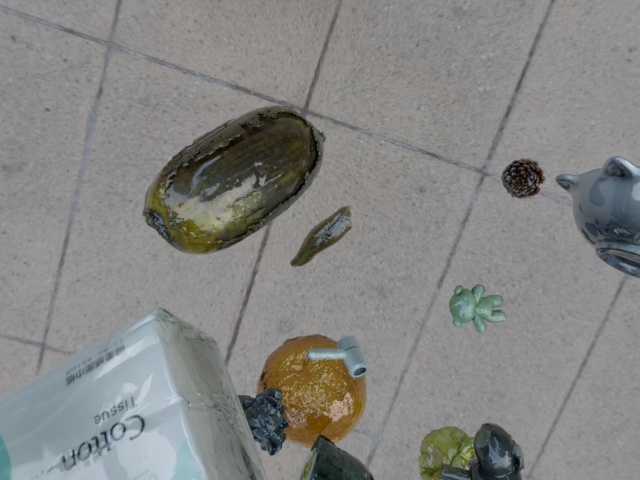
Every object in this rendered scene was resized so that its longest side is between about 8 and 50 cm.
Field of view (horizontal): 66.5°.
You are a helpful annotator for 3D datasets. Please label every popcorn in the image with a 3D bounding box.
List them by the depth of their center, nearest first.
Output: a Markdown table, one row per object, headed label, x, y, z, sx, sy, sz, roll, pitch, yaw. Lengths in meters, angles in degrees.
| label | x | y | z | sx | sy | sz | roll | pitch | yaw |
| --- | --- | --- | --- | --- | --- | --- | --- | --- | --- |
| popcorn | 0.424 | 0.705 | 1.537 | 0.259 | 0.259 | 0.212 | 44 | 73 | -11 |

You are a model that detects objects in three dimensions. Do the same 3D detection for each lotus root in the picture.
| label | x | y | z | sx | sy | sz | roll | pitch | yaw |
| --- | --- | --- | --- | --- | --- | --- | --- | --- | --- |
| lotus root | -0.138 | -0.121 | 0.892 | 0.397 | 0.179 | 0.196 | -40 | 110 | -28 |

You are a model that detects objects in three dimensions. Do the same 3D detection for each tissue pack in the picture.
| label | x | y | z | sx | sy | sz | roll | pitch | yaw |
| --- | --- | --- | --- | --- | --- | --- | --- | --- | --- |
| tissue pack | -0.269 | 0.284 | 0.574 | 0.356 | 0.194 | 0.266 | -31 | 59 | 1 |

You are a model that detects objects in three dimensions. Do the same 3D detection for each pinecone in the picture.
| label | x | y | z | sx | sy | sz | roll | pitch | yaw |
| --- | --- | --- | --- | --- | --- | --- | --- | --- | --- |
| pinecone | 0.479 | -0.143 | 1.161 | 0.102 | 0.109 | 0.102 | 16 | 118 | 32 |

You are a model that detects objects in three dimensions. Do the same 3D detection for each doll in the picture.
| label | x | y | z | sx | sy | sz | roll | pitch | yaw |
| --- | --- | --- | --- | --- | --- | --- | --- | --- | --- |
| doll | 0.366 | 0.160 | 1.145 | 0.150 | 0.077 | 0.115 | 8 | 78 | -18 |

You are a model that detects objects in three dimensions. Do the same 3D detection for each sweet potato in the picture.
| label | x | y | z | sx | sy | sz | roll | pitch | yaw |
| --- | --- | --- | --- | --- | --- | --- | --- | --- | --- |
| sweet potato | 0.000 | 0.000 | 1.342 | 0.243 | 0.077 | 0.077 | -42 | 101 | 17 |

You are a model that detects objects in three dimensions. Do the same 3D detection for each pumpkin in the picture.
| label | x | y | z | sx | sy | sz | roll | pitch | yaw |
| --- | --- | --- | --- | --- | --- | --- | --- | --- | --- |
| pumpkin | 0.028 | 0.639 | 1.149 | 0.196 | 0.263 | 0.293 | 22 | 136 | 5 |

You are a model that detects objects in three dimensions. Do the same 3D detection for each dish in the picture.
| label | x | y | z | sx | sy | sz | roll | pitch | yaw |
| --- | --- | --- | --- | --- | --- | --- | --- | --- | --- |
| dish | 0.402 | -0.009 | 0.605 | 0.228 | 0.236 | 0.086 | 33 | 82 | -42 |

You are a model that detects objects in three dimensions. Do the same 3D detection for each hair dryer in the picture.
| label | x | y | z | sx | sy | sz | roll | pitch | yaw |
| --- | --- | --- | --- | --- | --- | --- | --- | --- | --- |
| hair dryer | 0.031 | 0.247 | 1.039 | 0.137 | 0.082 | 0.047 | 7 | 126 | -30 |

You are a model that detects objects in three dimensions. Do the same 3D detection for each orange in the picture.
| label | x | y | z | sx | sy | sz | roll | pitch | yaw |
| --- | --- | --- | --- | --- | --- | --- | --- | --- | --- |
| orange | -0.022 | 0.465 | 1.501 | 0.340 | 0.341 | 0.293 | -13 | 135 | 1 |

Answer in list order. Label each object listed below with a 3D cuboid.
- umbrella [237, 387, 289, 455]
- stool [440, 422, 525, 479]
| label | x | y | z | sx | sy | sz | roll | pitch | yaw |
| --- | --- | --- | --- | --- | --- | --- | --- | --- | --- |
| umbrella | -0.223 | 0.397 | 1.150 | 0.348 | 0.094 | 0.143 | -1 | 76 | 33 |
| stool | 0.277 | 0.431 | 0.834 | 0.139 | 0.153 | 0.228 | -3 | 71 | 14 |
